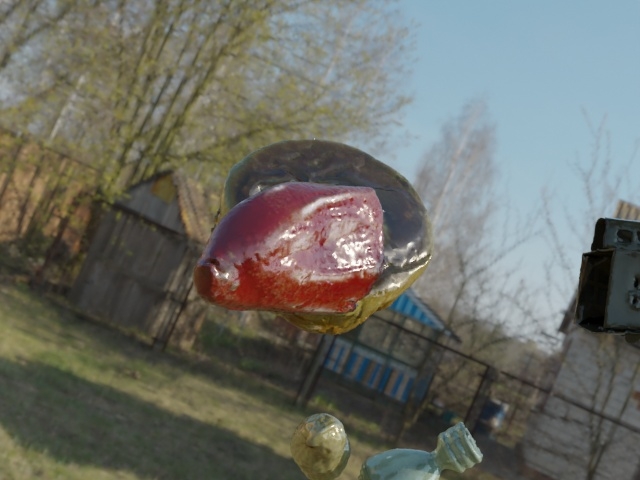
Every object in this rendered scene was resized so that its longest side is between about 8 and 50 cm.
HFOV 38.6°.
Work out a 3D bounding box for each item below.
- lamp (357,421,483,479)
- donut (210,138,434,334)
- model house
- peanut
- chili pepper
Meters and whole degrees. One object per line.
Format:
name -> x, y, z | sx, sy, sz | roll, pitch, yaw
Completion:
lamp -> 0.139, 0.336, 1.316 | 0.106, 0.193, 0.106 | 58, 8, -12
donut -> 0.000, 0.000, 1.372 | 0.330, 0.330, 0.160 | 24, -43, -1
model house -> 0.556, 0.067, 1.454 | 0.243, 0.204, 0.211 | 8, -2, 2
peanut -> 0.001, 0.292, 1.286 | 0.082, 0.082, 0.187 | 23, -20, 16
chili pepper -> -0.033, 0.007, 0.921 | 0.136, 0.144, 0.253 | 56, 25, 17
